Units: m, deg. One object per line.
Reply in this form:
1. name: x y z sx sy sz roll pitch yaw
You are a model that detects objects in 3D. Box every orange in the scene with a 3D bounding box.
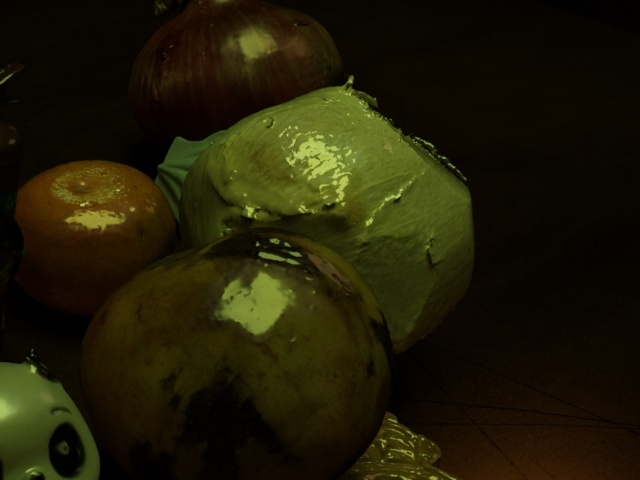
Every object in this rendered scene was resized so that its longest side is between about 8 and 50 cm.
1. orange: -0.292 0.000 1.848 0.224 0.170 0.224 4 34 -3

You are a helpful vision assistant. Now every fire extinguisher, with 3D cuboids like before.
1. fire extinguisher: -0.383 -0.031 1.668 0.105 0.341 0.141 18 24 14

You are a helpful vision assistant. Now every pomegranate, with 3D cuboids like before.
1. pomegranate: -0.084 0.131 1.513 0.322 0.322 0.322 9 25 -4

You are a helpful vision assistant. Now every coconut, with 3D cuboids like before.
1. coconut: 0.000 0.000 1.779 0.346 0.346 0.360 25 41 28

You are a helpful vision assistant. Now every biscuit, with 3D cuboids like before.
1. biscuit: 0.067 0.261 1.589 0.202 0.044 0.288 4 27 -13

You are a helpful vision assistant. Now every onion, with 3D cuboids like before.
1. onion: -0.128 -0.238 2.311 0.354 0.353 0.353 9 25 -4

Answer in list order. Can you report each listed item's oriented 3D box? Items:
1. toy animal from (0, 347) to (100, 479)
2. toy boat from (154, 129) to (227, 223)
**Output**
1. toy animal: -0.297 0.220 1.308 0.187 0.235 0.165 -14 41 -43
2. toy boat: -0.101 -0.060 2.084 0.290 0.199 0.100 20 -11 29
